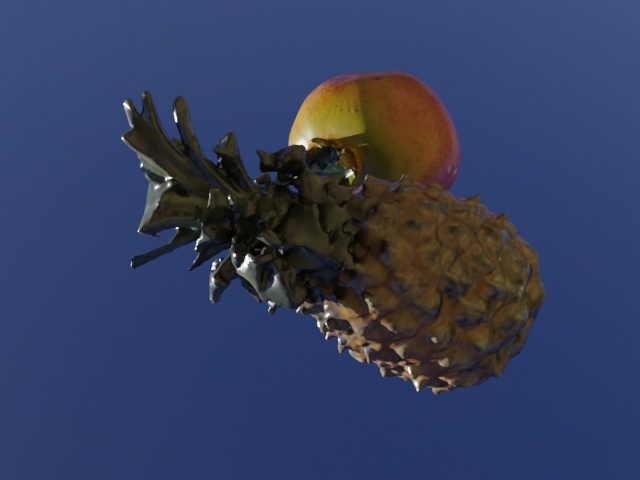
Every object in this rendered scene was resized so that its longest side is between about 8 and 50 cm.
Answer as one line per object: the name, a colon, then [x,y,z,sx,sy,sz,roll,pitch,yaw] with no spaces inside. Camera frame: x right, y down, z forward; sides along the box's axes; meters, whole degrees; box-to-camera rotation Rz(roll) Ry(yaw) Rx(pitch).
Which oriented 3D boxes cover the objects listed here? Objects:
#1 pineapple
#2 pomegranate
pineapple: [0.000,0.000,0.652,0.341,0.169,0.169,24,-137,-25]
pomegranate: [0.061,-0.113,1.115,0.221,0.221,0.257,40,-148,12]
